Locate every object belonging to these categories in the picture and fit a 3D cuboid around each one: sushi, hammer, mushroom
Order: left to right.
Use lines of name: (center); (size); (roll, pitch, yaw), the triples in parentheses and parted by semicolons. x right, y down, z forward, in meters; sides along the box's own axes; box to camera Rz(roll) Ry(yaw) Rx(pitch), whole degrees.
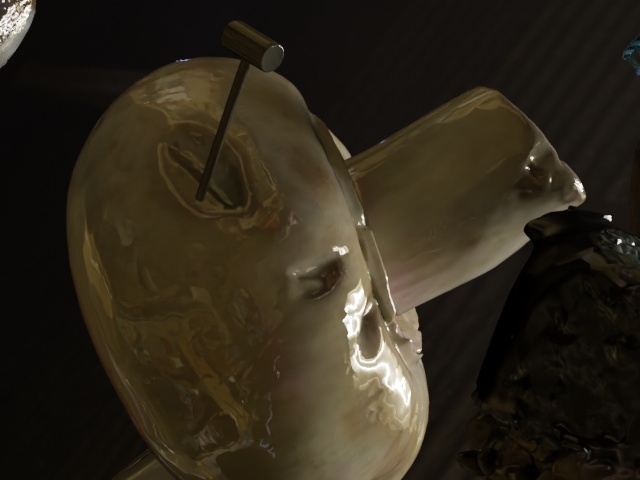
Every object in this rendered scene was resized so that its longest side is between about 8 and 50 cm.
hammer: (-0.056, -0.073, 0.941); (0.035, 0.019, 0.110); (34, -69, 34)
mushroom: (-0.029, 0.010, 1.149); (0.353, 0.353, 0.325); (-51, -140, -11)
sushi: (0.183, 0.121, 0.917); (0.225, 0.238, 0.219); (48, -62, 55)

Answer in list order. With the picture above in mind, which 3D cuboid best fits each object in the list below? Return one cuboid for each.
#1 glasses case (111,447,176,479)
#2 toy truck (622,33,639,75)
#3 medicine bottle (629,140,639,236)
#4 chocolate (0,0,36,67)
glasses case: (-0.114, 0.212, 1.378); (0.233, 0.092, 0.059); (-37, -167, 44)
toy truck: (0.363, -0.210, 1.549); (0.136, 0.074, 0.063); (-48, -129, 20)
medicine bottle: (0.485, -0.034, 1.614); (0.322, 0.151, 0.151); (1, -148, 3)
chocolate: (-0.299, -0.152, 1.131); (0.080, 0.157, 0.254); (-9, -144, 48)
